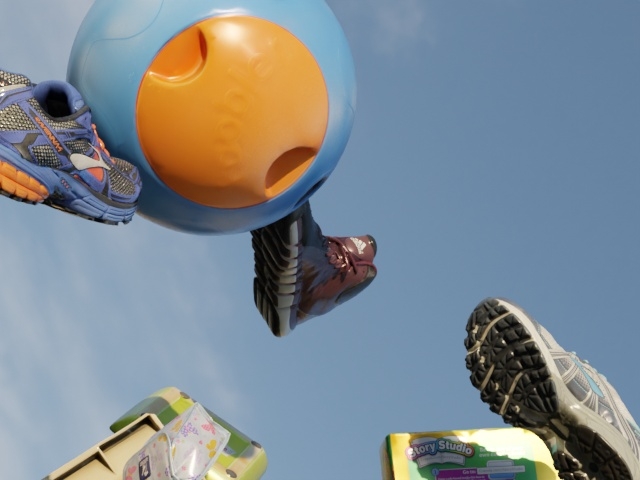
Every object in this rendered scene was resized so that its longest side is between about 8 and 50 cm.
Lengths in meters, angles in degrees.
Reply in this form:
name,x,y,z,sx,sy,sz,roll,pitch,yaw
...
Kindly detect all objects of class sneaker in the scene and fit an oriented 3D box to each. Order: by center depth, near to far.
name,x,y,z,sx,sy,sz,roll,pitch,yaw
sneaker,-0.180,-0.065,0.997,0.083,0.221,0.087,20,-90,18
sneaker,0.281,0.182,1.688,0.283,0.122,0.110,53,-54,10
sneaker,0.000,0.000,1.833,0.106,0.163,0.281,59,-22,31

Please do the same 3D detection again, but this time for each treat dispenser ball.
name,x,y,z,sx,sy,sz,roll,pitch,yaw
treat dispenser ball,-0.108,-0.148,1.428,0.288,0.288,0.288,35,-39,34

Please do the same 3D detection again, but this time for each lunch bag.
name,x,y,z,sx,sy,sz,roll,pitch,yaw
lunch bag,-0.124,0.183,1.181,0.053,0.083,0.071,44,-52,-10

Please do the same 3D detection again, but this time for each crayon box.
name,x,y,z,sx,sy,sz,roll,pitch,yaw
crayon box,0.224,0.331,1.850,0.081,0.279,0.165,104,-17,-66

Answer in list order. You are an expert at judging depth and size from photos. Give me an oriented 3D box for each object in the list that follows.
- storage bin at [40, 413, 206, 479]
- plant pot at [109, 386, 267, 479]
name,x,y,z,sx,sy,sz,roll,pitch,yaw
storage bin,-0.206,0.346,1.395,0.260,0.262,0.123,57,-20,3
plant pot,-0.212,0.337,1.949,0.227,0.228,0.207,34,-76,6
